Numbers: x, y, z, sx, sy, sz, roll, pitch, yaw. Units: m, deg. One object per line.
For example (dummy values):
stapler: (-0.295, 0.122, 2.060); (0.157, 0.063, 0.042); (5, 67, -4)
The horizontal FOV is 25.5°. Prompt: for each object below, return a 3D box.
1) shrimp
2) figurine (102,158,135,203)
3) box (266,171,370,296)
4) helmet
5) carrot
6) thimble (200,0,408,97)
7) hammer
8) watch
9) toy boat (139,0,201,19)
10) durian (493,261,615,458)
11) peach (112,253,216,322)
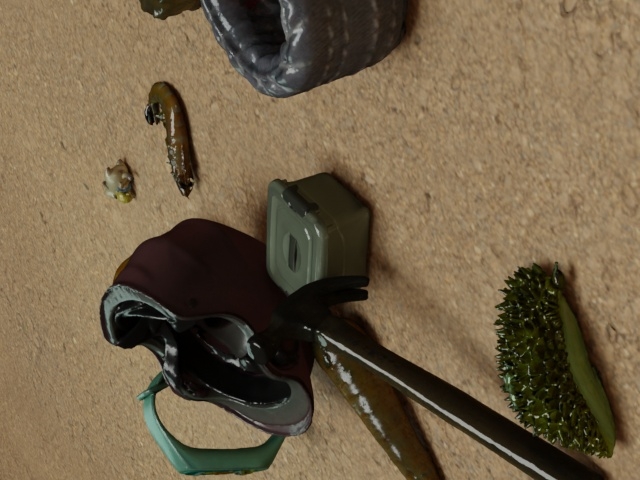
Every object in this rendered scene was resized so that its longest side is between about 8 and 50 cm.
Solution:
shrimp: (-0.234, -0.156, 2.149); (0.124, 0.034, 0.178); (29, 134, 53)
figurine: (-0.335, -0.092, 2.370); (0.050, 0.047, 0.083); (42, 150, 20)
box: (0.000, 0.000, 1.793); (0.124, 0.092, 0.172); (45, 146, 36)
helmet: (-0.127, 0.103, 1.945); (0.338, 0.197, 0.271); (35, 150, -20)
carrot: (0.089, 0.235, 1.863); (0.298, 0.078, 0.078); (57, 152, 5)
thimble: (-0.024, -0.279, 1.534); (0.236, 0.172, 0.205); (46, 144, 29)
hammer: (0.127, 0.180, 1.634); (0.440, 0.168, 0.044); (31, 145, 26)
watch: (-0.153, 0.254, 2.109); (0.068, 0.237, 0.195); (143, 125, -64)
toy boat: (-0.192, -0.392, 1.717); (0.445, 0.136, 0.162); (130, 116, -75)
durian: (0.228, 0.132, 1.497); (0.137, 0.095, 0.221); (-3, 103, 60)
peach: (-0.205, 0.086, 2.130); (0.197, 0.197, 0.197); (41, 144, 39)
